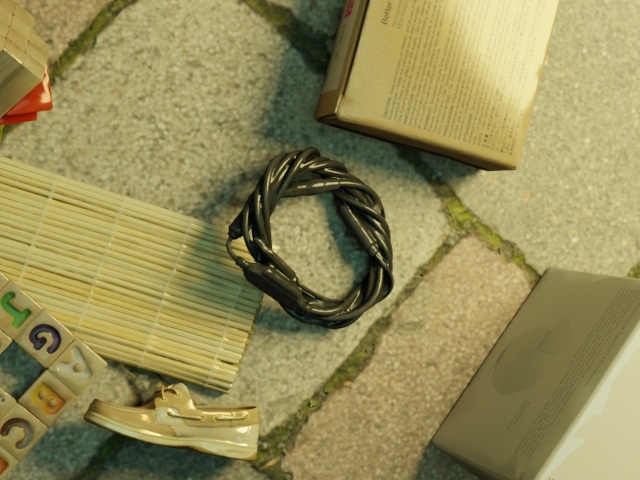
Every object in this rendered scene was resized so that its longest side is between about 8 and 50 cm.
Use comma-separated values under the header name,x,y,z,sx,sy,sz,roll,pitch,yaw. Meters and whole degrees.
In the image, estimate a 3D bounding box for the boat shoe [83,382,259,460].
name,x,y,z,sx,sy,sz,roll,pitch,yaw
boat shoe,-0.134,0.161,1.236,0.170,0.063,0.059,15,85,-26

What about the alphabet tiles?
name,x,y,z,sx,sy,sz,roll,pitch,yaw
alphabet tiles,-0.342,0.135,1.185,0.198,0.009,0.237,43,84,-16

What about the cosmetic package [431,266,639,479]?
name,x,y,z,sx,sy,sz,roll,pitch,yaw
cosmetic package,0.256,0.157,1.264,0.138,0.225,0.224,37,82,-14

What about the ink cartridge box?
name,x,y,z,sx,sy,sz,roll,pitch,yaw
ink cartridge box,0.119,-0.202,1.282,0.193,0.088,0.234,16,88,-15

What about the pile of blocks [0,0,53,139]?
name,x,y,z,sx,sy,sz,roll,pitch,yaw
pile of blocks,-0.345,-0.047,1.135,0.113,0.149,0.362,41,91,-28

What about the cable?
name,x,y,z,sx,sy,sz,roll,pitch,yaw
cable,0.000,0.000,1.275,0.184,0.047,0.150,35,69,-28

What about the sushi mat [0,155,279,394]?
name,x,y,z,sx,sy,sz,roll,pitch,yaw
sushi mat,-0.203,0.030,1.231,0.317,0.019,0.151,18,86,-16
